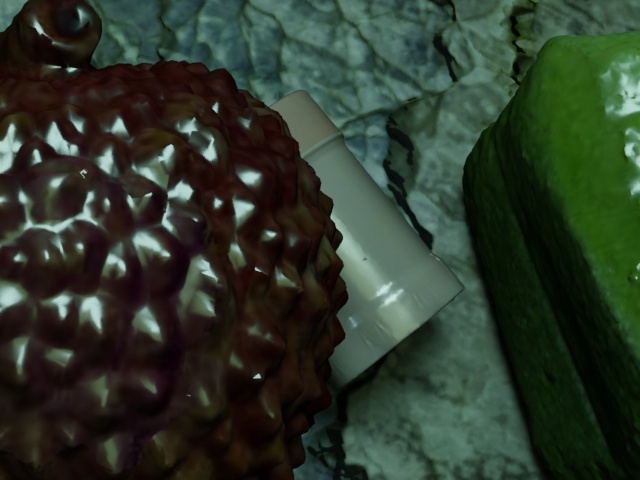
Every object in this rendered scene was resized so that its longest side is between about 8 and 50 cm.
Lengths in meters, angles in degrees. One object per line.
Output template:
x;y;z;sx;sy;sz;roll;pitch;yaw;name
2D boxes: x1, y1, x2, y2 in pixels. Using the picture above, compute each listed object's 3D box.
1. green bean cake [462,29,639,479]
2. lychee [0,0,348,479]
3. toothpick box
0.179;0.015;0.908;0.125;0.222;0.248;-14;76;-14;green bean cake
-0.138;0.043;0.790;0.306;0.306;0.330;-1;102;-12;lychee
0.000;0.000;0.937;0.098;0.098;0.149;-38;86;-18;toothpick box
